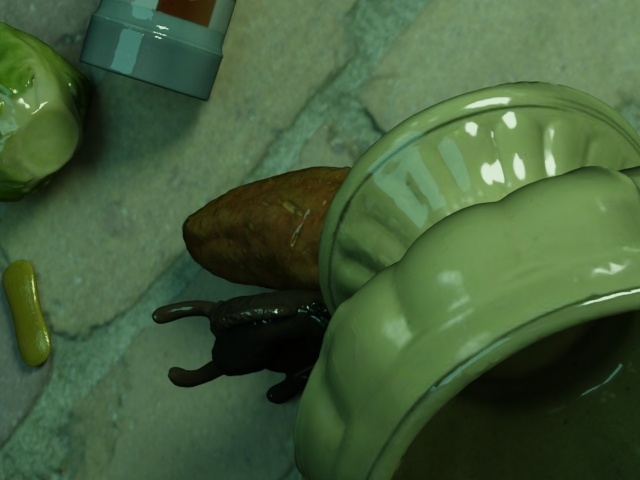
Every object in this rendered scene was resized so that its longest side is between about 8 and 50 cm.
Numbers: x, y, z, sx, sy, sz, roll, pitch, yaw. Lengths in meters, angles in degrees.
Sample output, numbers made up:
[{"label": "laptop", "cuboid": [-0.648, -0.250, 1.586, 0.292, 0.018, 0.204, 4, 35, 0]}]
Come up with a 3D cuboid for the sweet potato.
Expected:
[{"label": "sweet potato", "cuboid": [0.000, 0.000, 1.205, 0.252, 0.097, 0.097, -2, 82, 39]}]

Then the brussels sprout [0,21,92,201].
[{"label": "brussels sprout", "cuboid": [-0.259, -0.097, 1.385, 0.155, 0.117, 0.155, -16, 66, 39]}]

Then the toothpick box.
[{"label": "toothpick box", "cuboid": [-0.107, -0.188, 1.301, 0.101, 0.101, 0.153, 20, 95, 36]}]

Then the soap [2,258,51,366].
[{"label": "soap", "cuboid": [-0.232, 0.057, 1.405, 0.034, 0.012, 0.089, -29, 67, 28]}]

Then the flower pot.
[{"label": "flower pot", "cuboid": [0.125, 0.065, 0.985, 0.307, 0.307, 0.244, -47, 33, 20]}]

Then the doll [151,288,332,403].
[{"label": "doll", "cuboid": [-0.022, 0.063, 1.167, 0.165, 0.139, 0.057, -16, 67, 42]}]
